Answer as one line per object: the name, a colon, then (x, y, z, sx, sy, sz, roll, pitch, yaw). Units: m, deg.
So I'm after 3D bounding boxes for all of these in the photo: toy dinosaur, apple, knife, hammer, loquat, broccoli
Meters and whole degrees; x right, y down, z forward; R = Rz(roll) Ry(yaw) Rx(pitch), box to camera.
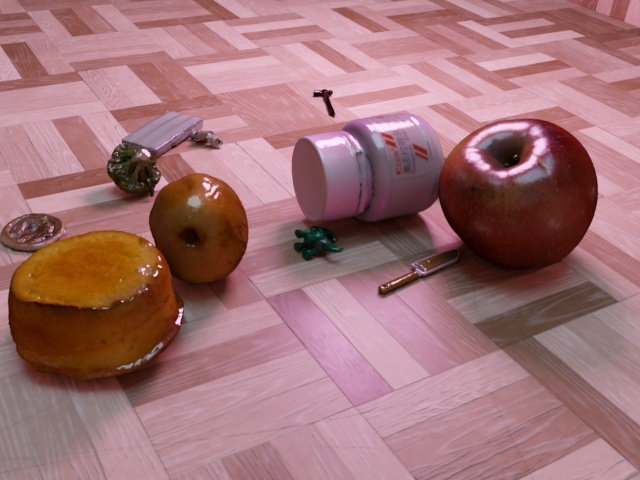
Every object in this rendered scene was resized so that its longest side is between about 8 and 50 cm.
toy dinosaur: (0.000, 0.000, 1.690, 0.096, 0.059, 0.132, -13, 29, -35)
apple: (0.432, -0.101, 1.669, 0.349, 0.277, 0.348, -11, 43, 10)
knife: (0.216, 0.059, 1.652, 0.256, 0.022, 0.046, -21, 37, -34)
hammer: (0.021, -0.426, 2.374, 0.065, 0.021, 0.178, -2, 36, -10)
loquat: (-0.241, -0.023, 1.544, 0.193, 0.238, 0.238, -23, 37, -3)
broccoli: (-0.445, -0.172, 1.836, 0.130, 0.120, 0.131, 24, 48, -17)

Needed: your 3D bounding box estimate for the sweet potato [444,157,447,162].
sweet potato: (0.392, -0.166, 1.920, 0.337, 0.131, 0.131, 14, 34, 13)

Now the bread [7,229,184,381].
bread: (-0.397, 0.107, 1.366, 0.312, 0.172, 0.312, 1, 35, -1)

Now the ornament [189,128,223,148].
ornament: (-0.314, -0.284, 2.095, 0.068, 0.041, 0.092, 8, 13, -39)

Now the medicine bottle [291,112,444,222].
medicine bottle: (0.106, -0.162, 1.774, 0.302, 0.241, 0.241, -12, 36, -23)

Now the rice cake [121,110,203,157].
rice cake: (-0.428, -0.296, 2.097, 0.127, 0.043, 0.237, 17, 36, 16)

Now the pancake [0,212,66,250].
pancake: (-0.628, -0.020, 1.668, 0.140, 0.022, 0.139, 2, 34, -2)
